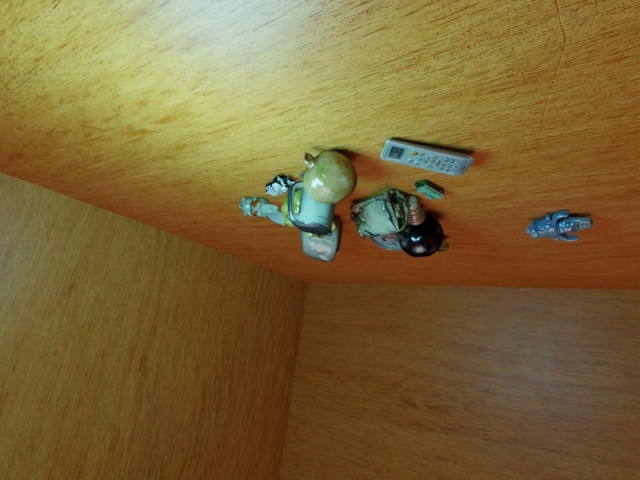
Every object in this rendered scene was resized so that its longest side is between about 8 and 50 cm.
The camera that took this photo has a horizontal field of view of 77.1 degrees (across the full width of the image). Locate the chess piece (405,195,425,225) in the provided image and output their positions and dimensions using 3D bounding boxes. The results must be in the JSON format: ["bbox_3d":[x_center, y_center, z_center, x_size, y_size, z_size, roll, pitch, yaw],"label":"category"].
[{"bbox_3d":[0.436,-0.145,1.877,0.094,0.094,0.170,2,160,21],"label":"chess piece"}]

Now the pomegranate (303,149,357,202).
[{"bbox_3d":[0.037,-0.240,1.530,0.206,0.208,0.207,8,165,2],"label":"pomegranate"}]

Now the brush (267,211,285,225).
[{"bbox_3d":[-0.298,-0.155,2.310,0.296,0.068,0.060,21,-178,-28],"label":"brush"}]

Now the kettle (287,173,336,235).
[{"bbox_3d":[-0.037,-0.165,1.747,0.240,0.256,0.165,17,165,-28],"label":"kettle"}]

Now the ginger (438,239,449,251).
[{"bbox_3d":[0.609,0.005,2.365,0.294,0.086,0.131,11,178,23],"label":"ginger"}]

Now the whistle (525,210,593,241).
[{"bbox_3d":[1.079,-0.062,1.829,0.268,0.093,0.180,-9,135,44],"label":"whistle"}]

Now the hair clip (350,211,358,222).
[{"bbox_3d":[0.248,-0.113,2.186,0.186,0.056,0.146,18,166,0],"label":"hair clip"}]

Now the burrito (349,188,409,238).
[{"bbox_3d":[0.276,-0.123,1.902,0.135,0.191,0.331,-30,-173,-25],"label":"burrito"}]

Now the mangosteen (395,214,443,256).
[{"bbox_3d":[0.479,-0.047,2.021,0.289,0.232,0.231,43,151,-19],"label":"mangosteen"}]

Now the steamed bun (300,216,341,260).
[{"bbox_3d":[-0.001,0.005,2.372,0.246,0.237,0.383,10,164,1],"label":"steamed bun"}]

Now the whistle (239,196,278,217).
[{"bbox_3d":[-0.334,-0.173,2.148,0.252,0.106,0.102,8,144,25],"label":"whistle"}]

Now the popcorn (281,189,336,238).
[{"bbox_3d":[-0.054,-0.130,1.979,0.286,0.216,0.252,18,-175,-46],"label":"popcorn"}]

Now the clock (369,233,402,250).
[{"bbox_3d":[0.405,-0.015,2.376,0.244,0.056,0.244,17,158,7],"label":"clock"}]

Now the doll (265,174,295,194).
[{"bbox_3d":[-0.197,-0.252,1.868,0.090,0.067,0.219,20,160,-23],"label":"doll"}]

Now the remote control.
[{"bbox_3d":[0.377,-0.302,1.420,0.312,0.055,0.109,13,159,1],"label":"remote control"}]

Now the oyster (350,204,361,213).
[{"bbox_3d":[0.215,-0.154,2.072,0.131,0.029,0.086,12,164,-5],"label":"oyster"}]

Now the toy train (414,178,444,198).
[{"bbox_3d":[0.458,-0.215,1.707,0.147,0.038,0.070,20,158,-34],"label":"toy train"}]
